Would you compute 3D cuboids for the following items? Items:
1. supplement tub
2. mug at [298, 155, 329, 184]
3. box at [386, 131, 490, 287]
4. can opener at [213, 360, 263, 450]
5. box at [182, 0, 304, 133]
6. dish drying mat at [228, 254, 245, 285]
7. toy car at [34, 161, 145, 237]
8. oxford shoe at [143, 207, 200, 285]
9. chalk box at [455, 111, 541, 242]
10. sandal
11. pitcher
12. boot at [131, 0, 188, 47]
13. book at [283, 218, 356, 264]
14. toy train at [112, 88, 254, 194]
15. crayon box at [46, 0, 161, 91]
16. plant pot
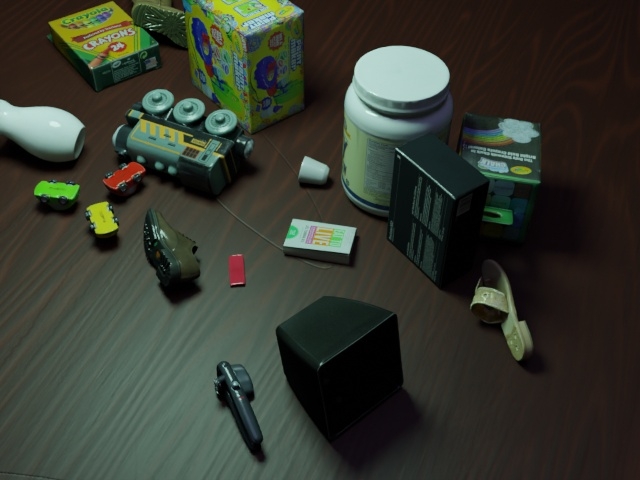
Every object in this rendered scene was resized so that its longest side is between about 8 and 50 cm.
[{"bbox_3d":[0.167,-0.237,1.898,0.236,0.324,0.235,1,46,-1],"label":"supplement tub"},{"bbox_3d":[-0.012,-0.164,2.011,0.064,0.062,0.078,16,54,3],"label":"mug"},{"bbox_3d":[0.236,-0.061,1.774,0.103,0.261,0.184,-29,53,-26],"label":"box"},{"bbox_3d":[-0.145,0.295,1.563,0.073,0.059,0.186,-15,48,-16],"label":"can opener"},{"bbox_3d":[-0.189,-0.478,2.148,0.177,0.290,0.279,-30,53,-26],"label":"box"},{"bbox_3d":[-0.177,0.064,1.822,0.032,0.008,0.083,-5,47,-5],"label":"dish drying mat"},{"bbox_3d":[-0.528,-0.093,1.935,0.225,0.053,0.239,7,46,6],"label":"toy car"},{"bbox_3d":[-0.317,0.014,1.831,0.096,0.082,0.227,-3,43,-32],"label":"oxford shoe"},{"bbox_3d":[0.376,-0.118,1.880,0.180,0.179,0.289,10,44,7],"label":"chalk box"},{"bbox_3d":[0.339,0.135,1.708,0.079,0.088,0.240,-6,51,-15],"label":"sandal"},{"bbox_3d":[-0.668,-0.262,2.054,0.207,0.125,0.178,17,3,-2],"label":"pitcher"},{"bbox_3d":[-0.431,-0.657,2.448,0.236,0.089,0.269,22,24,-23],"label":"boot"},{"bbox_3d":[0.000,0.000,1.874,0.144,0.035,0.096,8,43,8],"label":"book"},{"bbox_3d":[-0.327,-0.232,2.023,0.334,0.142,0.190,20,58,17],"label":"toy train"},{"bbox_3d":[-0.602,-0.547,2.352,0.202,0.081,0.318,-29,52,-25],"label":"crayon box"},{"bbox_3d":[0.024,0.209,1.576,0.188,0.187,0.167,-31,42,-27],"label":"plant pot"}]
